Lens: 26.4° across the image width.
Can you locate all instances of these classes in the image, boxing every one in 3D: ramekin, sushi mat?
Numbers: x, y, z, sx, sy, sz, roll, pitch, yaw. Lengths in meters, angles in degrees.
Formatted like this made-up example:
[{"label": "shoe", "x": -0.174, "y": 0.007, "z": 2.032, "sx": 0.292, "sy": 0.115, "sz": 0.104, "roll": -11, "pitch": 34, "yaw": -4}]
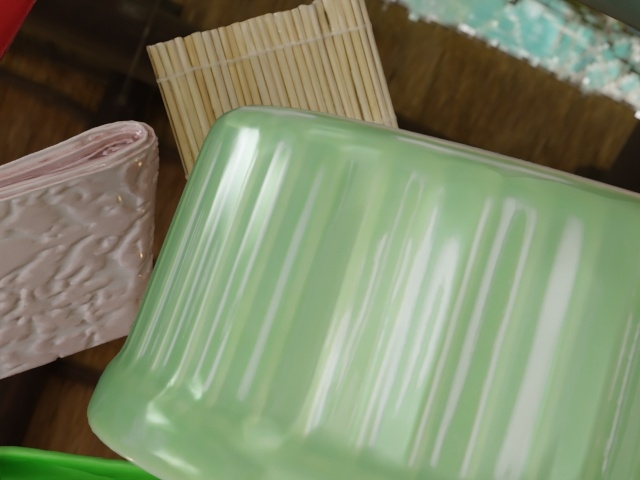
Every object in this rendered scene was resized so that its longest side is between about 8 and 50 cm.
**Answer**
[{"label": "ramekin", "x": 0.065, "y": 0.047, "z": 0.596, "sx": 0.303, "sy": 0.148, "sz": 0.303, "roll": 16, "pitch": 179, "yaw": 0}, {"label": "sushi mat", "x": 0.000, "y": 0.000, "z": 0.924, "sx": 0.151, "sy": 0.316, "sz": 0.019, "roll": -20, "pitch": -167, "yaw": -15}]

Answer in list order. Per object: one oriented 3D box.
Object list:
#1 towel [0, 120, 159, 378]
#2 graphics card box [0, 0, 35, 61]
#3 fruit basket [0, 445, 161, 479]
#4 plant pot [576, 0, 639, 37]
[{"label": "towel", "x": -0.303, "y": 0.036, "z": 1.262, "sx": 0.317, "sy": 0.332, "sz": 0.053, "roll": -19, "pitch": -116, "yaw": -19}, {"label": "graphics card box", "x": -0.302, "y": -0.002, "z": 0.778, "sx": 0.094, "sy": 0.371, "sz": 0.232, "roll": 33, "pitch": -124, "yaw": -17}, {"label": "fruit basket", "x": -0.018, "y": 0.258, "z": 0.704, "sx": 0.392, "sy": 0.392, "sz": 0.282, "roll": 12, "pitch": -115, "yaw": -25}, {"label": "plant pot", "x": 0.316, "y": -0.364, "z": 1.346, "sx": 0.334, "sy": 0.341, "sz": 0.341, "roll": 12, "pitch": -150, "yaw": -28}]
